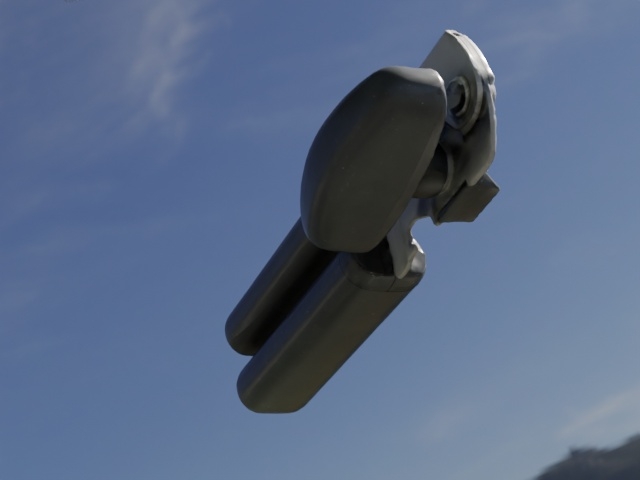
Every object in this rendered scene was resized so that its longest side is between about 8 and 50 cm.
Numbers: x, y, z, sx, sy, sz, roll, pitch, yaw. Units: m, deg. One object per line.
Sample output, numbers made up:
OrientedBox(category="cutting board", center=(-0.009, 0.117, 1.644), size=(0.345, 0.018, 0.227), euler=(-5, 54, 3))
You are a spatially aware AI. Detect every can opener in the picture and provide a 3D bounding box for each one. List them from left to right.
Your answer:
OrientedBox(category="can opener", center=(0.000, 0.000, 0.723), size=(0.095, 0.076, 0.283), euler=(2, -33, -28))

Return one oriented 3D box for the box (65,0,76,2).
OrientedBox(category="box", center=(-0.036, -0.212, 0.643), size=(0.231, 0.127, 0.262), euler=(-29, 14, -8))
